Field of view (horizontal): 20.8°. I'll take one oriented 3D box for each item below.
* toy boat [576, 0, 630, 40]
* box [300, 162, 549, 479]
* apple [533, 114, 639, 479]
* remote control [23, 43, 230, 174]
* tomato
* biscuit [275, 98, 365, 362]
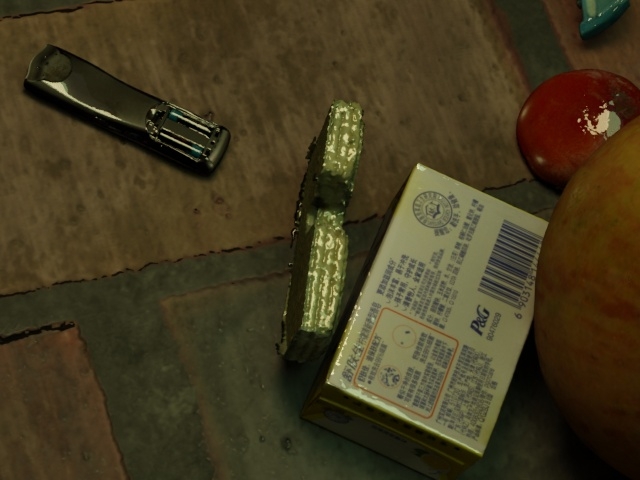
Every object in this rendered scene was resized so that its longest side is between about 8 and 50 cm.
[{"bbox_3d":[0.281,-0.317,1.921,0.102,0.088,0.215,-14,65,17],"label":"toy boat"},{"bbox_3d":[0.108,0.077,1.665,0.168,0.097,0.265,23,61,-2],"label":"box"},{"bbox_3d":[0.401,0.052,1.577,0.400,0.333,0.400,-10,109,-29],"label":"apple"},{"bbox_3d":[-0.191,-0.130,1.732,0.212,0.028,0.059,25,62,-1],"label":"remote control"},{"bbox_3d":[0.288,-0.118,1.809,0.159,0.091,0.139,9,62,-7],"label":"tomato"},{"bbox_3d":[0.000,0.000,1.647,0.046,0.147,0.250,12,62,-6],"label":"biscuit"}]
